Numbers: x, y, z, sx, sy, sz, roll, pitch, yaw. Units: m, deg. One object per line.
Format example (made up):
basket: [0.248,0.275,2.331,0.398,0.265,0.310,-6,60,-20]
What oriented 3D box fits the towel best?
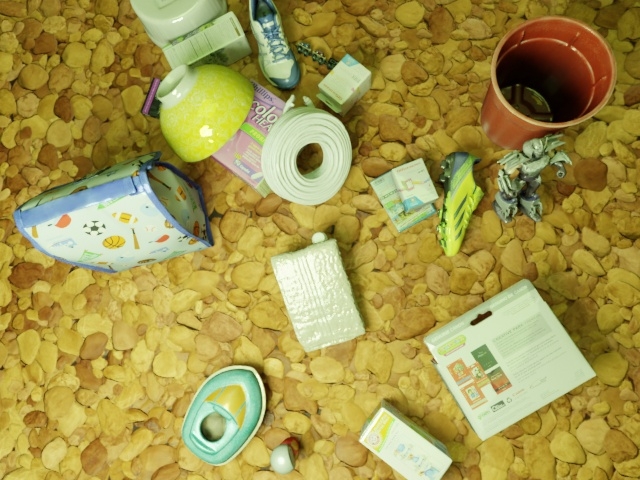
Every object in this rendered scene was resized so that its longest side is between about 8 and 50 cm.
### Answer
towel: [-0.003,0.148,1.211,0.187,0.049,0.282,-17,97,6]

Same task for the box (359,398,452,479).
box: [0.208,0.508,1.134,0.203,0.114,0.103,35,88,10]

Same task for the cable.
cable: [-0.030,-0.221,1.206,0.257,0.257,0.089,-57,36,1]

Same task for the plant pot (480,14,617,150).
plant pot: [0.539,-0.365,1.151,0.272,0.265,0.272,-1,81,6]

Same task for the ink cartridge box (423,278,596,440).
ink cartridge box: [0.450,0.286,1.135,0.309,0.130,0.271,-30,78,1]

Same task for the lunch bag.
lunch bag: [-0.498,-0.069,1.154,0.328,0.385,0.238,-18,81,4]

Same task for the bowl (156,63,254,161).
bowl: [-0.335,-0.368,1.201,0.289,0.156,0.289,-20,51,28]

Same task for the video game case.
video game case: [0.231,-0.122,1.274,0.119,0.015,0.166,-29,80,1]

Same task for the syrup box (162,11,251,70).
syrup box: [-0.335,-0.570,1.357,0.237,0.093,0.096,-28,80,1]

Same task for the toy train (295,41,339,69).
toy train: [-0.006,-0.551,1.354,0.158,0.027,0.036,32,83,9]

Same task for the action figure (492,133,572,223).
action figure: [0.511,-0.151,1.113,0.185,0.285,0.099,-16,57,2]

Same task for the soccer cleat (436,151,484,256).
soccer cleat: [0.381,-0.099,1.218,0.121,0.093,0.289,5,83,0]

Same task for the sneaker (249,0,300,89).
sneaker: [-0.148,-0.586,1.323,0.112,0.131,0.296,-23,82,0]

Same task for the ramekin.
ramekin: [-0.434,-0.729,1.369,0.277,0.135,0.277,-1,82,5]

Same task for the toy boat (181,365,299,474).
toy boat: [-0.193,0.478,1.163,0.318,0.148,0.267,28,85,9]

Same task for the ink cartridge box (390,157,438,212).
ink cartridge box: [0.256,-0.151,1.241,0.089,0.052,0.122,-21,79,2]

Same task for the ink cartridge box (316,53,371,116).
ink cartridge box: [0.065,-0.436,1.298,0.092,0.090,0.143,43,89,10]

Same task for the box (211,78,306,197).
box: [-0.177,-0.287,1.288,0.213,0.117,0.243,38,87,10]

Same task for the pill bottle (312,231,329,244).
pill bottle: [0.000,0.000,1.245,0.043,0.083,0.043,-1,82,5]

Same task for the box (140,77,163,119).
box: [-0.453,-0.419,1.380,0.162,0.029,0.116,18,85,9]
